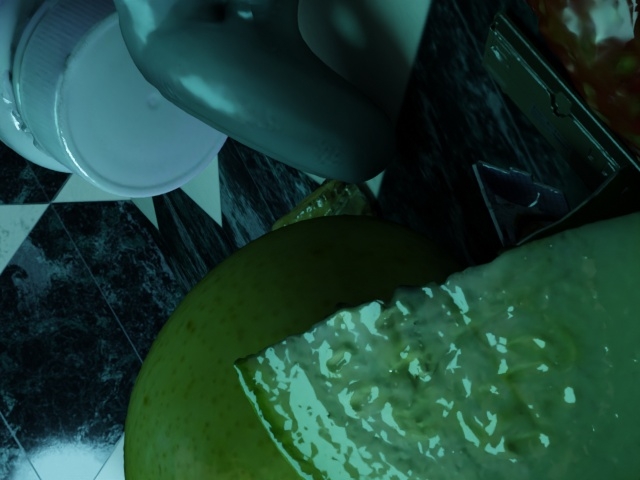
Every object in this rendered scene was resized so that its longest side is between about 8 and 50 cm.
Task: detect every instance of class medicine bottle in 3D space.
[{"bbox_3d":[-0.260,-0.197,1.100,0.324,0.256,0.256,33,150,44],"label":"medicine bottle"}]

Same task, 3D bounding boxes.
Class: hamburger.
[{"bbox_3d":[-0.005,0.005,0.968,0.087,0.102,0.176,48,165,-5],"label":"hamburger"}]

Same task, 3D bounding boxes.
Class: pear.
[{"bbox_3d":[0.022,0.160,0.728,0.348,0.348,0.348,53,163,23],"label":"pear"}]

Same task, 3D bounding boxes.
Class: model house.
[{"bbox_3d":[0.127,0.032,0.550,0.167,0.117,0.088,56,172,-34],"label":"model house"}]

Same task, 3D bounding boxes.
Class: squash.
[{"bbox_3d":[0.118,0.099,0.509,0.155,0.236,0.204,-18,-93,-62],"label":"squash"}]

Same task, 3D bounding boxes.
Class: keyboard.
[{"bbox_3d":[0.135,-0.070,0.553,0.129,0.015,0.049,53,169,20],"label":"keyboard"}]

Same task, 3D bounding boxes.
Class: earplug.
[{"bbox_3d":[-0.058,-0.170,0.721,0.326,0.175,0.214,57,173,-28],"label":"earplug"}]

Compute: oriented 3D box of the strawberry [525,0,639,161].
[{"bbox_3d":[0.120,-0.101,0.365,0.236,0.106,0.175,59,165,-1],"label":"strawberry"}]
